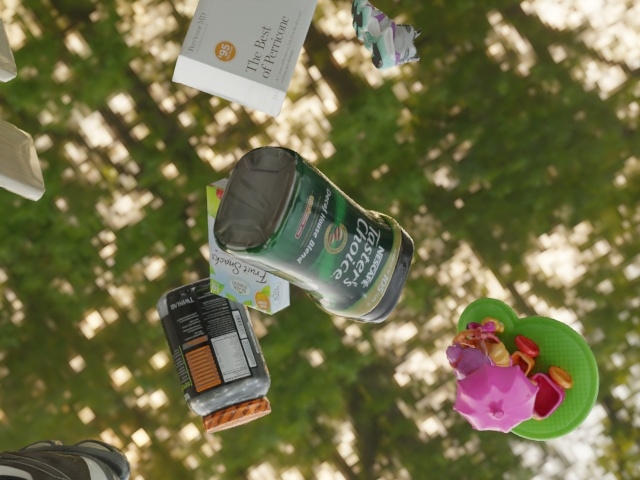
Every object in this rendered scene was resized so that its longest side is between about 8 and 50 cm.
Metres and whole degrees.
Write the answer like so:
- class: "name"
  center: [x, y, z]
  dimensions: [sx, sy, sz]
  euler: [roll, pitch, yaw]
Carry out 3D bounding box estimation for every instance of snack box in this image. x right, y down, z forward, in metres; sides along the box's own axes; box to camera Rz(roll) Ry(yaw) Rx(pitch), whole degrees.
- class: "snack box"
  center: [-0.085, 0.006, 1.923]
  dimensions: [0.100, 0.141, 0.037]
  euler: [19, -149, 37]

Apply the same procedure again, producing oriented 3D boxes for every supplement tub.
- class: "supplement tub"
  center: [-0.137, 0.151, 2.156]
  dimensions: [0.117, 0.190, 0.117]
  euler: [-18, 171, -3]

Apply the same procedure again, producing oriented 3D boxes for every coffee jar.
- class: "coffee jar"
  center: [0.000, 0.000, 1.343]
  dimensions: [0.079, 0.184, 0.096]
  euler: [8, -106, 40]

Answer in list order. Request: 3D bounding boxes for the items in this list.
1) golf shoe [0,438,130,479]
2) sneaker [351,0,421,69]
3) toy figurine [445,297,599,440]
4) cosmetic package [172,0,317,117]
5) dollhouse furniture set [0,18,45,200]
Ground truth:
- class: "golf shoe"
  center: [-0.196, 0.142, 0.823]
  dimensions: [0.198, 0.077, 0.094]
  euler: [-16, 177, 16]
- class: "sneaker"
  center: [0.078, -0.230, 1.788]
  dimensions: [0.069, 0.098, 0.038]
  euler: [-12, 154, -23]
- class: "toy figurine"
  center: [0.177, 0.130, 1.634]
  dimensions: [0.130, 0.173, 0.159]
  euler: [-51, 160, 19]
- class: "cosmetic package"
  center: [-0.043, -0.234, 1.407]
  dimensions: [0.060, 0.099, 0.239]
  euler: [114, -7, -69]
- class: "dollhouse furniture set"
  center: [-0.483, -0.126, 1.400]
  dimensions: [0.362, 0.256, 0.394]
  euler: [-35, -126, 24]
